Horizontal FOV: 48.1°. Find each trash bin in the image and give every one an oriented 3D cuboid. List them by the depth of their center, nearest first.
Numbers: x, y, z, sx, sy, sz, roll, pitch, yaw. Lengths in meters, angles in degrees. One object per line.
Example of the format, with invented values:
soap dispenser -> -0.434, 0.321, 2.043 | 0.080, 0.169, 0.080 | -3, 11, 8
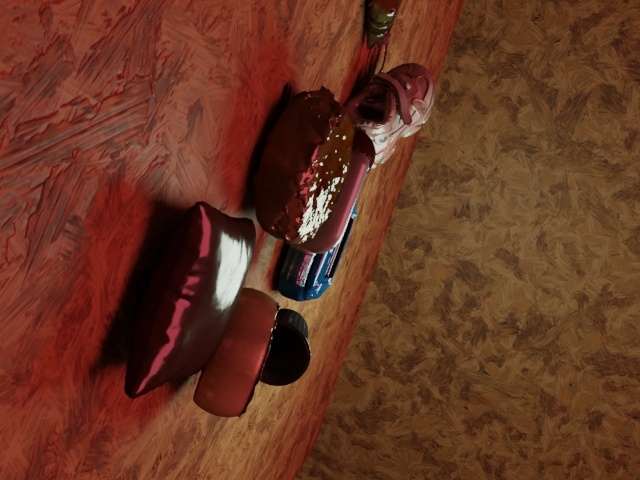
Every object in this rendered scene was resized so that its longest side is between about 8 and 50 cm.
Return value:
trash bin -> -0.099, 0.251, 1.810 | 0.161, 0.175, 0.175 | -66, 172, -70

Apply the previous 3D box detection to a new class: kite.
kite -> 0.168, -0.549, 1.964 | 0.204, 0.022, 0.360 | -48, 155, -58

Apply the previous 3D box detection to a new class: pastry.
pastry -> -0.036, -0.141, 1.462 | 0.329, 0.136, 0.330 | 21, 90, -77

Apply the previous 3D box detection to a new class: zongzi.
zongzi -> 0.160, -0.580, 1.768 | 0.176, 0.078, 0.160 | 105, 8, -72

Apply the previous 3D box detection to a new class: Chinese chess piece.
Chinese chess piece -> -0.165, 0.219, 1.415 | 0.257, 0.104, 0.257 | -161, -90, -82

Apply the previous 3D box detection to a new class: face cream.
face cream -> -0.009, -0.059, 1.658 | 0.080, 0.163, 0.337 | 16, 95, -64

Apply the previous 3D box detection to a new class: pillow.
pillow -> -0.207, 0.094, 1.163 | 0.305, 0.108, 0.308 | 21, 90, -81

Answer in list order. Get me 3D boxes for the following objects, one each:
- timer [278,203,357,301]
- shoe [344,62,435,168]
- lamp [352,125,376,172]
timer -> 0.000, 0.000, 1.917 | 0.309, 0.115, 0.340 | 18, 92, -81
shoe -> 0.190, -0.366, 1.937 | 0.351, 0.172, 0.198 | -56, 162, -18
lamp -> 0.053, -0.212, 1.757 | 0.156, 0.157, 0.135 | -34, 131, 11
